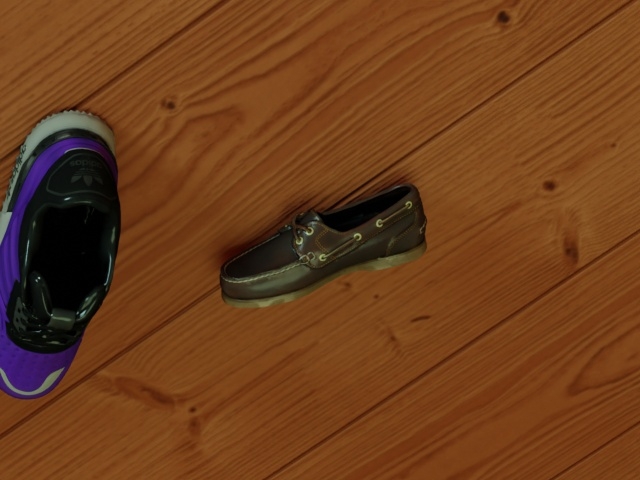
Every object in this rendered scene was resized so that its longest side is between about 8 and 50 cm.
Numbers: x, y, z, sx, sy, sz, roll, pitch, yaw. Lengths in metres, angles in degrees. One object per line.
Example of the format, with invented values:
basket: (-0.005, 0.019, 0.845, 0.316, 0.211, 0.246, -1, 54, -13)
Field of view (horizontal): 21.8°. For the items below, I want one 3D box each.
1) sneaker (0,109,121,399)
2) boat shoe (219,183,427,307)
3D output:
sneaker: (-0.240, 0.044, 1.458, 0.102, 0.146, 0.293, 4, 123, -21)
boat shoe: (0.000, 0.000, 1.558, 0.207, 0.073, 0.073, -19, 128, -13)
